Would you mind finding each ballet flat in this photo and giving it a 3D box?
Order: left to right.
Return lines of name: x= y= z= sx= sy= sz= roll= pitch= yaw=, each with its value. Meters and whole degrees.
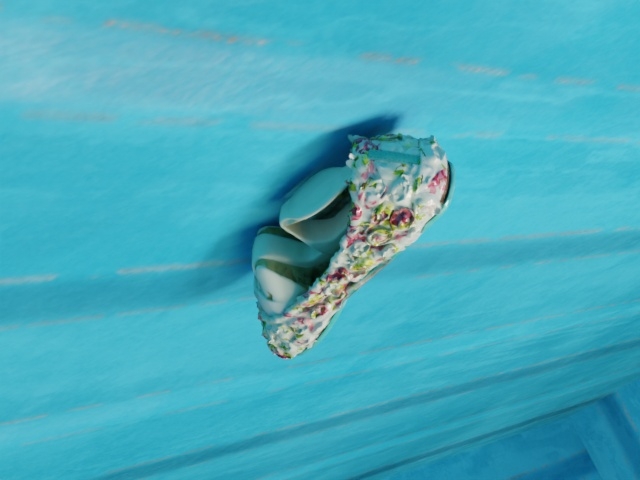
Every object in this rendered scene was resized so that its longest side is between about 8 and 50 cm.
ballet flat: x=0.000 y=0.000 z=0.862 sx=0.077 sy=0.091 sz=0.241 roll=16 pitch=140 yaw=-22
